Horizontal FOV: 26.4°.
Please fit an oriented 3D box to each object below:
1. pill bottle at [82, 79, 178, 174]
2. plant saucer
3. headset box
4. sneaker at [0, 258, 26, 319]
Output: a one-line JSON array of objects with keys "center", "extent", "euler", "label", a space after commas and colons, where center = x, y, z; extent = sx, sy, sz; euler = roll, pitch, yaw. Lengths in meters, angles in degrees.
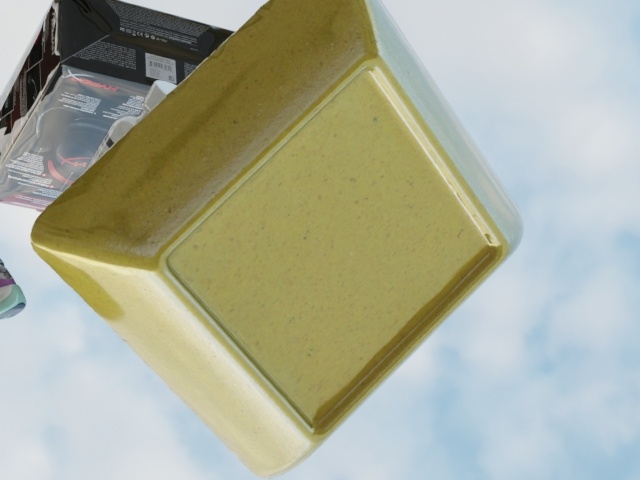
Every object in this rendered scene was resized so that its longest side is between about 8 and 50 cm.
[{"center": [-0.154, -0.049, 1.171], "extent": [0.094, 0.094, 0.169], "euler": [43, -73, 33], "label": "pill bottle"}, {"center": [0.000, 0.000, 1.079], "extent": [0.333, 0.333, 0.081], "euler": [-44, -147, -9], "label": "plant saucer"}, {"center": [-0.235, -0.126, 1.504], "extent": [0.293, 0.218, 0.110], "euler": [-47, -139, 47], "label": "headset box"}, {"center": [-0.264, 0.039, 0.982], "extent": [0.098, 0.038, 0.069], "euler": [-29, -101, 7], "label": "sneaker"}]
